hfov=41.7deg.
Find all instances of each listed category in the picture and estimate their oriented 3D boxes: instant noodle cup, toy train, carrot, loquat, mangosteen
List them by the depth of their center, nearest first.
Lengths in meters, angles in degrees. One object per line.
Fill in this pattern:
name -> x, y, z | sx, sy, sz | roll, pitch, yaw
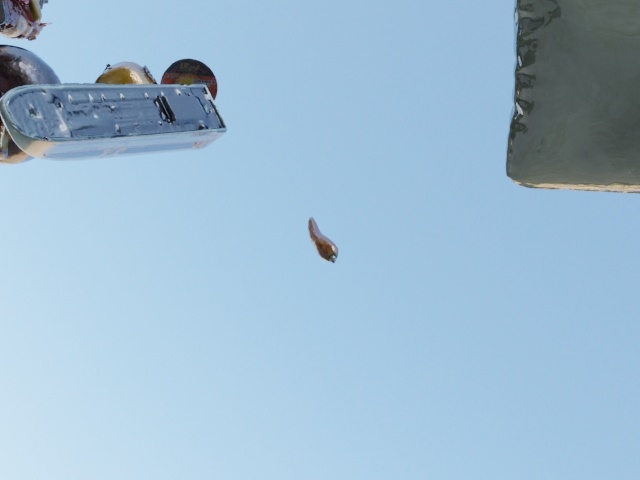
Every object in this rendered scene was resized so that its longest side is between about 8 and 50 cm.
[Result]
toy train -> -0.287, -0.158, 1.144 | 0.088, 0.407, 0.087 | -30, -97, 30
carrot -> 0.000, 0.000, 1.466 | 0.142, 0.035, 0.035 | -125, -149, -54
loquat -> -0.345, -0.248, 1.500 | 0.141, 0.141, 0.141 | 22, -54, 34
mangosteen -> -0.592, -0.237, 1.557 | 0.261, 0.235, 0.236 | -117, -151, -50
instant noodle cup -> -0.292, -0.350, 1.887 | 0.136, 0.127, 0.127 | -112, -173, -73

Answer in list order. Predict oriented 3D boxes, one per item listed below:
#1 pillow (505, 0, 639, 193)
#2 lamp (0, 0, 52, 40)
pillow -> 0.355, -0.162, 0.850 | 0.322, 0.120, 0.256 | 6, -65, 20
lamp -> -0.636, -0.473, 1.752 | 0.118, 0.253, 0.119 | 1, -84, 8
